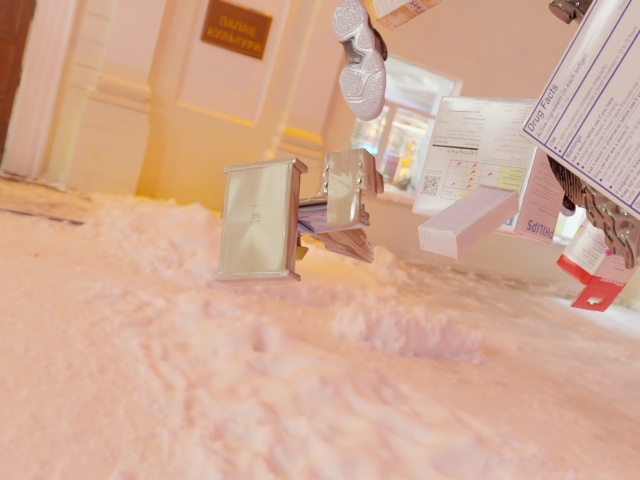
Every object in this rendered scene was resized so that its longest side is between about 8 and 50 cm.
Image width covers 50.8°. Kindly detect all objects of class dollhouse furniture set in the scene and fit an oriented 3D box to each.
[{"bbox_3d":[0.000,0.000,1.186,0.287,0.198,0.303,-4,-17,24],"label":"dollhouse furniture set"}]

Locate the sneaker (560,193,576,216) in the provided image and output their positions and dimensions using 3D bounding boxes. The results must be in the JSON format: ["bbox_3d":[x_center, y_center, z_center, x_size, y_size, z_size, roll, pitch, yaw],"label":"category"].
[{"bbox_3d":[0.757,-0.154,2.102,0.064,0.162,0.073,-27,-9,3],"label":"sneaker"}]

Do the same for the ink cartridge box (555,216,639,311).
[{"bbox_3d":[0.523,0.014,1.221,0.134,0.231,0.078,12,25,-39],"label":"ink cartridge box"}]

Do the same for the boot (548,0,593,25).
[{"bbox_3d":[0.756,-0.645,1.761,0.263,0.229,0.091,39,5,8],"label":"boot"}]

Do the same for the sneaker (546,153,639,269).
[{"bbox_3d":[0.462,-0.113,1.058,0.122,0.146,0.330,56,9,-55],"label":"sneaker"}]

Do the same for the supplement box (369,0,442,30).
[{"bbox_3d":[0.138,-0.385,1.090,0.099,0.036,0.062,-23,-12,29],"label":"supplement box"}]

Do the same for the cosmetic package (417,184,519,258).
[{"bbox_3d":[0.322,-0.044,1.448,0.239,0.060,0.099,-31,30,-35],"label":"cosmetic package"}]

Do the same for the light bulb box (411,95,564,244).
[{"bbox_3d":[0.499,-0.205,1.926,0.225,0.360,0.358,14,1,-45],"label":"light bulb box"}]

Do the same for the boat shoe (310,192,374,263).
[{"bbox_3d":[0.065,-0.025,1.681,0.122,0.110,0.341,16,-8,24],"label":"boat shoe"}]

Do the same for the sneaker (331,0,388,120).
[{"bbox_3d":[0.104,-0.381,1.478,0.101,0.268,0.153,-14,-9,20],"label":"sneaker"}]

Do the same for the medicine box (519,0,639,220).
[{"bbox_3d":[0.438,-0.169,0.808,0.149,0.263,0.289,-3,39,-38],"label":"medicine box"}]
